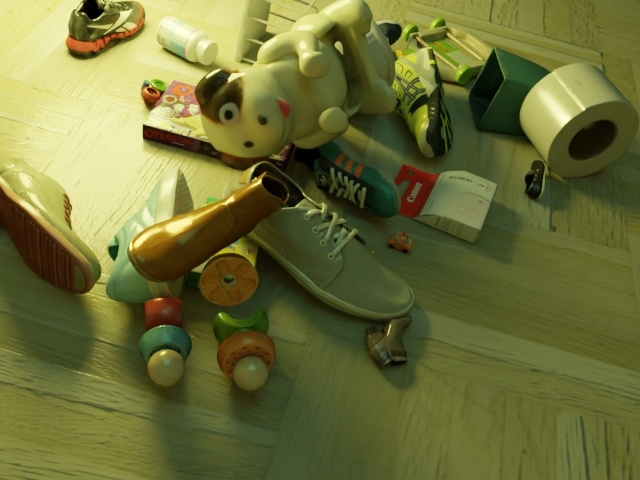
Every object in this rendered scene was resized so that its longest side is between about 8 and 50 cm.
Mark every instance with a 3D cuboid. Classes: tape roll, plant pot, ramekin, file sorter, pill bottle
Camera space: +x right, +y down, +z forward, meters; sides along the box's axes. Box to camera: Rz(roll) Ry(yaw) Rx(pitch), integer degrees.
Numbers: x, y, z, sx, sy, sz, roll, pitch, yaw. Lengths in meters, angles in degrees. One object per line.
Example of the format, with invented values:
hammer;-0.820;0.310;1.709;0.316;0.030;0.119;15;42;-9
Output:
tape roll;0.658;-0.305;1.819;0.246;0.246;0.169;-3;46;-17
plant pot;0.557;-0.391;1.944;0.234;0.166;0.166;12;44;-11
ramekin;0.048;-0.451;1.813;0.272;0.273;0.127;35;59;21
file sorter;-0.103;-0.623;1.930;0.173;0.278;0.193;21;45;5
pill bottle;-0.358;-0.536;1.916;0.160;0.087;0.087;31;47;17

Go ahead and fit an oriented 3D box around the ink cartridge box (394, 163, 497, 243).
ink cartridge box;0.282;-0.106;1.666;0.232;0.066;0.189;26;46;6

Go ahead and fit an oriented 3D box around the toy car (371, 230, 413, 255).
toy car;0.154;0.017;1.520;0.060;0.041;0.122;33;47;19

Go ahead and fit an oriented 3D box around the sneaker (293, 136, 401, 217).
sneaker;0.053;-0.136;1.610;0.121;0.108;0.302;-21;46;-29

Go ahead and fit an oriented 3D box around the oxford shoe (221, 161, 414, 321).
oxford shoe;0.000;0.000;1.408;0.449;0.130;0.169;37;40;5

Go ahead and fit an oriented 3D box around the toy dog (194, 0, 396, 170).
toy dog;-0.091;-0.339;1.583;0.395;0.285;0.408;14;41;36

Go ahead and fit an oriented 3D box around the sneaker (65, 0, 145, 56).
sneaker;-0.567;-0.600;1.897;0.097;0.135;0.276;27;45;16

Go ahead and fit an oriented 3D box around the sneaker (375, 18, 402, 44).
sneaker;0.154;-0.537;2.030;0.282;0.099;0.153;-26;52;-25

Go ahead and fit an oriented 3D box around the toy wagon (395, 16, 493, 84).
toy wagon;0.359;-0.558;2.126;0.344;0.068;0.267;-22;54;-30

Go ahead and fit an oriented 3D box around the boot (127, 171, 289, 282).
boot;-0.180;-0.036;1.219;0.104;0.211;0.295;57;23;1

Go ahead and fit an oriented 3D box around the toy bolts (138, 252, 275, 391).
toy bolts;-0.190;0.154;1.188;0.228;0.218;0.158;-7;34;-10

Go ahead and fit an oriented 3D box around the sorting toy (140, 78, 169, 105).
sorting toy;-0.420;-0.367;1.772;0.061;0.042;0.102;31;33;-4

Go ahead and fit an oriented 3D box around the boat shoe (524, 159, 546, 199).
boat shoe;0.537;-0.160;1.783;0.042;0.049;0.133;22;49;-3

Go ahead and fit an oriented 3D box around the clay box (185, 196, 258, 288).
clay box;-0.189;0.009;1.436;0.127;0.053;0.222;12;43;-6

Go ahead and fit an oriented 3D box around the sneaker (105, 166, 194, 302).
sneaker;-0.338;-0.022;1.380;0.150;0.135;0.366;-8;35;4

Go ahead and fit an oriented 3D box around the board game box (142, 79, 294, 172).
board game box;-0.229;-0.277;1.719;0.346;0.056;0.208;15;40;2

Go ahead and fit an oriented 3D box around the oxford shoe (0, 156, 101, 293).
oxford shoe;-0.527;-0.052;1.360;0.397;0.141;0.146;40;43;22

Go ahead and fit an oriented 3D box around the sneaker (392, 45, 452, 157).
sneaker;0.256;-0.350;1.872;0.147;0.145;0.385;-14;45;16

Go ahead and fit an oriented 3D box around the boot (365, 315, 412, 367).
boot;0.141;0.195;1.345;0.118;0.042;0.087;-14;57;-24
